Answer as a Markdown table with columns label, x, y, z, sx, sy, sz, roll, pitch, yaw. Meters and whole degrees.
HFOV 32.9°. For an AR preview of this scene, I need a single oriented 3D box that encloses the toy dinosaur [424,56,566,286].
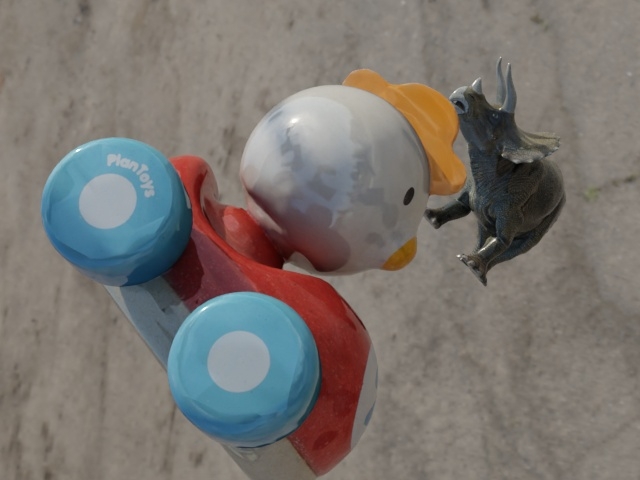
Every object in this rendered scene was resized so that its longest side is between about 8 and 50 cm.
| label | x | y | z | sx | sy | sz | roll | pitch | yaw |
| --- | --- | --- | --- | --- | --- | --- | --- | --- | --- |
| toy dinosaur | 0.203 | -0.036 | 1.134 | 0.160 | 0.313 | 0.121 | -42 | 55 | 4 |

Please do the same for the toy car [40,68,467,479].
| label | x | y | z | sx | sy | sz | roll | pitch | yaw |
| --- | --- | --- | --- | --- | --- | --- | --- | --- | --- |
| toy car | 0.000 | 0.000 | 0.631 | 0.238 | 0.219 | 0.210 | -39 | 73 | -8 |
